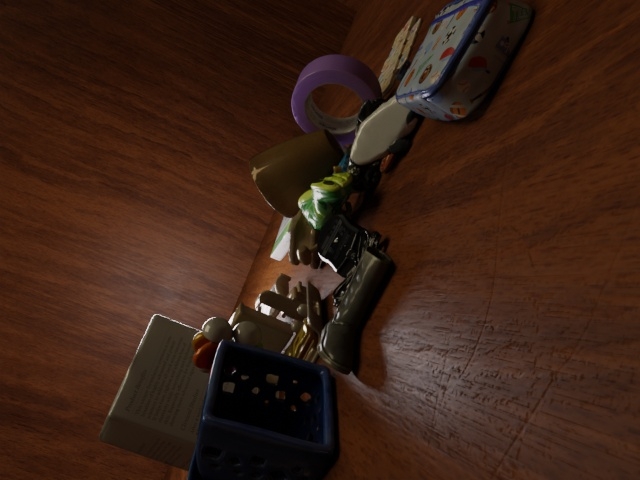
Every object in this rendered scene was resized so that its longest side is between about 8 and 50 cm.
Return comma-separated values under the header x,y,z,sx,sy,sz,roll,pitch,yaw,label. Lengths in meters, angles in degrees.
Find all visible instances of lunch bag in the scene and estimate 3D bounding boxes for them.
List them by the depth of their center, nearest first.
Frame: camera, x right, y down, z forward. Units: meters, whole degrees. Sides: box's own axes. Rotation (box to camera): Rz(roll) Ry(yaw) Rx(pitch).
x,y,z,sx,sy,sz,roll,pitch,yaw,label
0.254,-0.352,1.014,0.243,0.114,0.303,-62,13,10,lunch bag

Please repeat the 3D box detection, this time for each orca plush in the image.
x,y,z,sx,sy,sz,roll,pitch,yaw,label
0.179,-0.298,1.280,0.102,0.151,0.287,-10,-54,-65,orca plush

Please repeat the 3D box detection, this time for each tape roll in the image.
x,y,z,sx,sy,sz,roll,pitch,yaw,label
0.051,-0.434,1.684,0.275,0.274,0.090,-54,16,47,tape roll

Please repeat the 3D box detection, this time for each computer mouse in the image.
x,y,z,sx,sy,sz,roll,pitch,yaw,label
0.067,0.030,1.235,0.189,0.072,0.272,-62,24,13,computer mouse

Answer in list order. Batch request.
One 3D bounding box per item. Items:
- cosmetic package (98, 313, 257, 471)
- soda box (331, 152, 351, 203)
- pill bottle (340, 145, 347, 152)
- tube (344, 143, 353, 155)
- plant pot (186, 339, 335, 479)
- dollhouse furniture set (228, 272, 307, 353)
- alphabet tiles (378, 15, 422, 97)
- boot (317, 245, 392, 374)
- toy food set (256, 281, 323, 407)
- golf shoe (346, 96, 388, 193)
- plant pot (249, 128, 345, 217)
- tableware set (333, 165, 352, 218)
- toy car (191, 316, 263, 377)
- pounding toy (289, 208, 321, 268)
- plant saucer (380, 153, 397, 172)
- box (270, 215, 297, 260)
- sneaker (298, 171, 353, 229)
x,y,z,sx,sy,sz,roll,pitch,yaw,label
-0.417,0.493,1.673,0.327,0.393,0.330,-52,17,51,cosmetic package
0.057,-0.164,1.641,0.210,0.067,0.071,-53,17,48,soda box
0.039,-0.300,1.895,0.108,0.108,0.193,-66,12,3,pill bottle
0.066,-0.225,1.771,0.062,0.070,0.240,12,-69,-58,tube
-0.118,0.359,1.013,0.236,0.235,0.212,-91,20,-66,plant pot
-0.181,0.169,1.654,0.303,0.173,0.356,-56,21,24,dollhouse furniture set
0.243,-0.592,1.768,0.278,0.021,0.284,147,145,-70,alphabet tiles
0.072,0.126,1.022,0.209,0.076,0.190,-56,16,14,boot
-0.085,0.278,1.345,0.220,0.092,0.306,-97,32,-69,toy food set
0.125,-0.255,1.439,0.120,0.105,0.273,127,165,-73,golf shoe
-0.056,-0.238,1.723,0.254,0.237,0.237,-33,24,18,plant pot
0.058,-0.129,1.448,0.104,0.024,0.154,90,170,-68,tableware set
-0.231,0.288,1.344,0.136,0.181,0.159,-106,32,-55,toy car
0.000,0.000,1.578,0.270,0.154,0.154,-65,-22,-44,pounding toy
0.173,-0.206,1.333,0.084,0.013,0.083,-60,13,24,plant saucer
-0.119,-0.096,2.351,0.232,0.058,0.322,-51,18,53,box
0.025,-0.094,1.380,0.295,0.109,0.124,144,105,-75,sneaker
